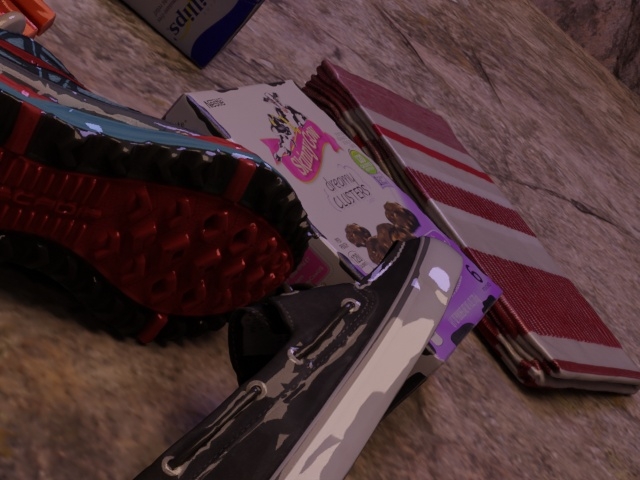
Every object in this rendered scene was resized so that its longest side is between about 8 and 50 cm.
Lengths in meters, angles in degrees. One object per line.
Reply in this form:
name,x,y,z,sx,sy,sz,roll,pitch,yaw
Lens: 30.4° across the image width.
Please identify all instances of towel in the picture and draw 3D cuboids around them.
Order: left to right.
towel,0.133,-0.005,0.994,0.237,0.037,0.329,13,38,-57

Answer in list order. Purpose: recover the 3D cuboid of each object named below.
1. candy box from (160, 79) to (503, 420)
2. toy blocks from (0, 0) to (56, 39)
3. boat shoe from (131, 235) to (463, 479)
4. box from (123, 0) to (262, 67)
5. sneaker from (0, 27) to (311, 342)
candy box,0.000,0.000,0.682,0.196,0.070,0.165,46,21,6
toy blocks,-0.180,-0.123,0.617,0.148,0.054,0.123,44,19,-4
boat shoe,-0.010,0.056,0.500,0.076,0.080,0.228,36,46,3
box,-0.108,-0.214,0.899,0.137,0.072,0.126,40,21,-9
sneaker,-0.112,-0.045,0.521,0.262,0.104,0.125,24,26,-42
